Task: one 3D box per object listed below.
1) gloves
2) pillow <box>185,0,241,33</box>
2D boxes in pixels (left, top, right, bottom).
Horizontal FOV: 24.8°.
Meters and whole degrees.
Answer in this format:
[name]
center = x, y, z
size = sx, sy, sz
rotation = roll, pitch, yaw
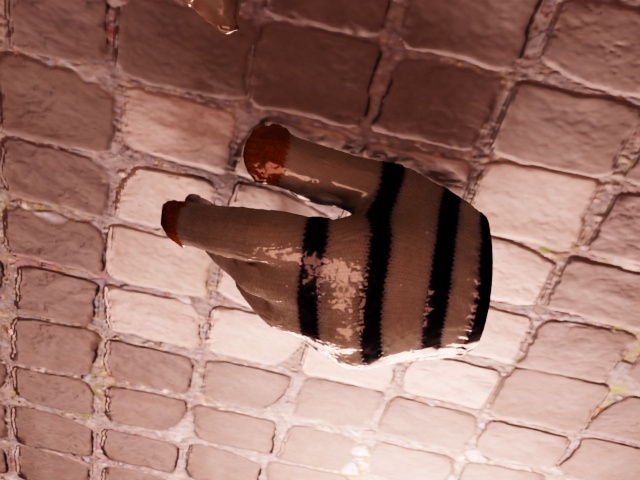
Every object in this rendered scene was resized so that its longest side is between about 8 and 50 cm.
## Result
[gloves]
center = 0.000, 0.014, 0.988
size = 0.218, 0.131, 0.140
rotation = 4, 143, -7
[pillow]
center = -0.095, -0.238, 0.641
size = 0.270, 0.173, 0.067
rotation = 37, 165, -34
